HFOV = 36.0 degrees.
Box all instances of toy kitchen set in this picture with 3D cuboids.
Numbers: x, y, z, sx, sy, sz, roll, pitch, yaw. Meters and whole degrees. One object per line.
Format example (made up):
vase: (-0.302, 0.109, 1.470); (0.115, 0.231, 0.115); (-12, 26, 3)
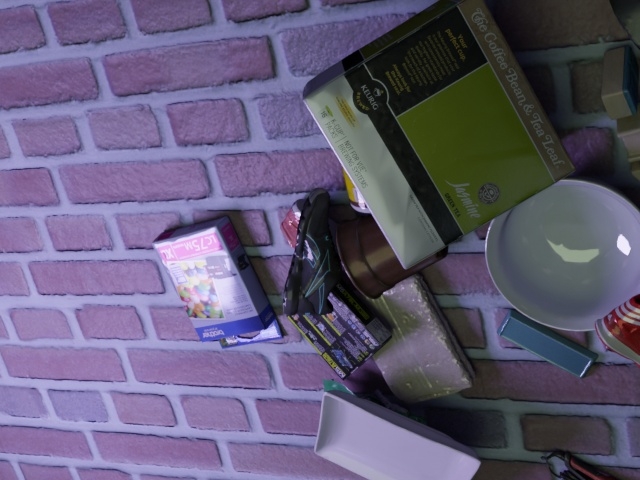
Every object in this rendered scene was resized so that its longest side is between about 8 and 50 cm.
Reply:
toy kitchen set: (0.568, -0.213, 1.596); (0.166, 0.122, 0.207); (-12, 132, 29)

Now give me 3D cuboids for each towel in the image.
towel: (0.185, 0.204, 2.031); (0.187, 0.049, 0.282); (-20, 106, 31)

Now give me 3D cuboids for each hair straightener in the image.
hair straightener: (0.553, 0.511, 2.032); (0.230, 0.047, 0.089); (28, 125, 8)

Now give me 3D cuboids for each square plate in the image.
square plate: (0.158, 0.450, 2.117); (0.344, 0.049, 0.347); (22, 149, 10)

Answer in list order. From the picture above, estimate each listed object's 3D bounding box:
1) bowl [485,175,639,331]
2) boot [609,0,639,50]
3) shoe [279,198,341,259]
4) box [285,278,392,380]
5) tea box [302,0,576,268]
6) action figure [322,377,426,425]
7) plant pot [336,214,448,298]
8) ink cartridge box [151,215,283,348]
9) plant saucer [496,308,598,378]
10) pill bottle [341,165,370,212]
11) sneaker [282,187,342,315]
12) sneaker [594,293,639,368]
bowl: (0.450, 0.002, 1.739); (0.298, 0.134, 0.298); (11, 121, 20)
boot: (0.608, -0.461, 1.412); (0.445, 0.146, 0.367); (-33, 99, 39)
shoe: (0.000, 0.000, 1.994); (0.178, 0.063, 0.081); (41, 128, 5)
box: (0.035, 0.177, 2.043); (0.190, 0.045, 0.184); (48, 142, 8)
tea box: (0.188, -0.191, 1.632); (0.323, 0.220, 0.329); (-29, 103, 8)
action figure: (0.120, 0.364, 2.123); (0.232, 0.063, 0.137); (16, 144, 26)
plant pot: (0.143, 0.006, 1.876); (0.165, 0.167, 0.167); (-25, 105, 26)
ink cartridge box: (-0.223, 0.110, 2.160); (0.186, 0.065, 0.311); (-13, 113, 31)
plant saucer: (0.442, 0.206, 1.931); (0.192, 0.018, 0.067); (27, 126, 7)
pill bottle: (0.092, -0.167, 1.820); (0.117, 0.117, 0.215); (-1, 117, 25)
sneaker: (-0.004, 0.026, 1.927); (0.106, 0.101, 0.267); (11, 111, -1)
sneaker: (0.586, 0.163, 1.669); (0.221, 0.087, 0.128); (24, 128, -26)
